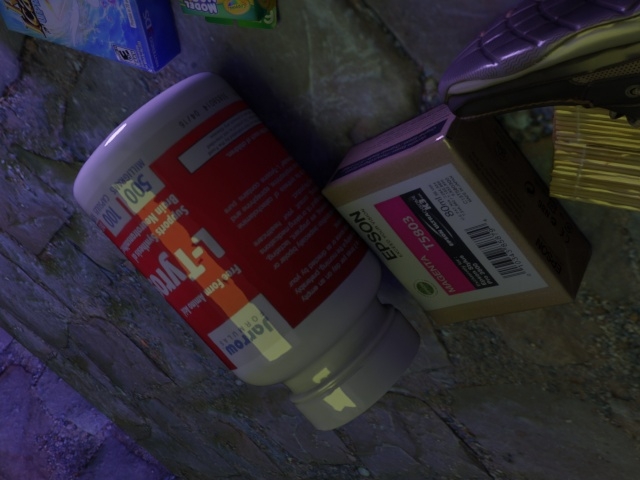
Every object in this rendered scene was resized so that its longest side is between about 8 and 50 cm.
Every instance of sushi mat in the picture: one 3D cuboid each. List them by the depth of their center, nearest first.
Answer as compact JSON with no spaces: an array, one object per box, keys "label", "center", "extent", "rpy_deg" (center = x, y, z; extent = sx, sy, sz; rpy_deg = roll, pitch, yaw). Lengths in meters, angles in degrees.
[{"label":"sushi mat","center":[0.357,-0.066,0.590],"extent":[0.316,0.019,0.151],"rpy_deg":[14,139,26]}]

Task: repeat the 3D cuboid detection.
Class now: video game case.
[{"label":"video game case","center":[-0.297,-0.340,0.771],"extent":[0.244,0.061,0.270],"rpy_deg":[21,143,21]}]

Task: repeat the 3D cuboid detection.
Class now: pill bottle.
[{"label":"pill bottle","center":[-0.076,0.021,0.827],"extent":[0.408,0.229,0.229],"rpy_deg":[48,144,-5]}]

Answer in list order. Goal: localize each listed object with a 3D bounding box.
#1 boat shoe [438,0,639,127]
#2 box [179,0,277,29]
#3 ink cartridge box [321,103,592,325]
[{"label":"boat shoe","center":[0.248,-0.135,0.499],"extent":[0.355,0.132,0.130],"rpy_deg":[-9,123,47]},{"label":"box","center":[-0.109,-0.292,0.689],"extent":[0.105,0.043,0.179],"rpy_deg":[15,142,27]},{"label":"ink cartridge box","center":[0.147,-0.022,0.756],"extent":[0.235,0.088,0.193],"rpy_deg":[47,142,-18]}]
